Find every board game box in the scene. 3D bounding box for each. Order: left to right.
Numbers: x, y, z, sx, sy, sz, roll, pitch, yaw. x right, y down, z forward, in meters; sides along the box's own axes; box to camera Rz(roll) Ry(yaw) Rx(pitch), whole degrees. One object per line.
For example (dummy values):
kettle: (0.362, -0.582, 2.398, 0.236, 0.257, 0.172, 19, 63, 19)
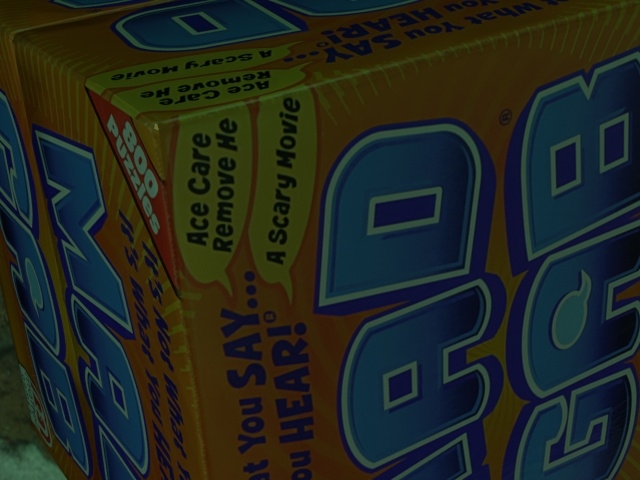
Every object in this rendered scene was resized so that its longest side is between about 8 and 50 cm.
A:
board game box: (0.000, 0.000, 0.680, 0.356, 0.357, 0.356, 33, 135, 50)
